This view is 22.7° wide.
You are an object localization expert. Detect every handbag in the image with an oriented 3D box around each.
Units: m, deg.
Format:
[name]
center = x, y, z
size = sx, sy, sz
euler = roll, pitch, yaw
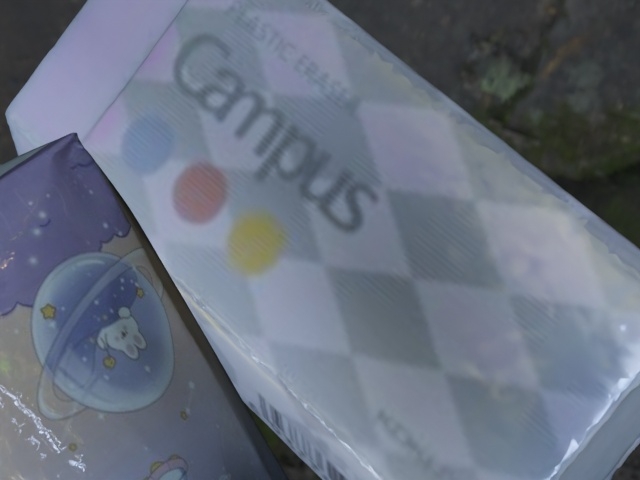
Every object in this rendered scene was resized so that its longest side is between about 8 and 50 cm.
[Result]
[handbag]
center = -0.077, 0.066, 0.490
size = 0.173, 0.117, 0.095
euler = 58, 160, -10

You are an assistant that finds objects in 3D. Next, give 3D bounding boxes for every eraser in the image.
[eraser]
center = 0.001, 0.000, 0.868
size = 0.397, 0.213, 0.082
euler = 41, -171, 25
